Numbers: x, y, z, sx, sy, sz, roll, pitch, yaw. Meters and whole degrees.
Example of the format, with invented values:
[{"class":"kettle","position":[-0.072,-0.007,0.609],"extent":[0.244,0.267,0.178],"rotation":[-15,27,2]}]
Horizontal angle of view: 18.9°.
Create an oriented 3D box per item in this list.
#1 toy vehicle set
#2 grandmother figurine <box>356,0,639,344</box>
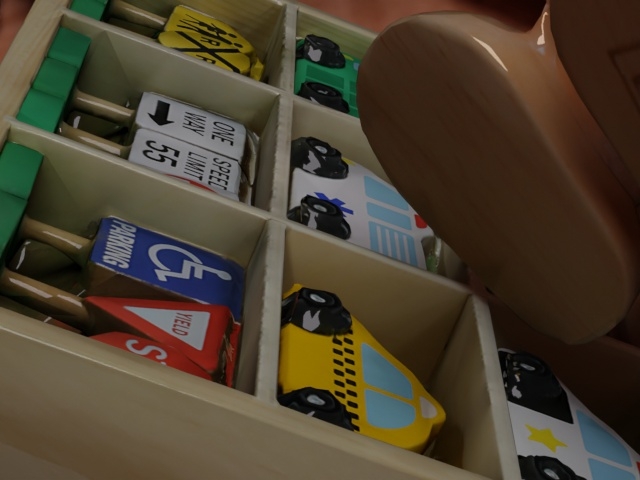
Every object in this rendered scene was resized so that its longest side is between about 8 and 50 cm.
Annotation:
[{"class":"toy vehicle set","position":[0.000,0.000,0.448],"extent":[0.166,0.035,0.267],"rotation":[20,21,-8]},{"class":"grandmother figurine","position":[0.175,-0.103,0.426],"extent":[0.342,0.104,0.208],"rotation":[-35,18,-30]}]
